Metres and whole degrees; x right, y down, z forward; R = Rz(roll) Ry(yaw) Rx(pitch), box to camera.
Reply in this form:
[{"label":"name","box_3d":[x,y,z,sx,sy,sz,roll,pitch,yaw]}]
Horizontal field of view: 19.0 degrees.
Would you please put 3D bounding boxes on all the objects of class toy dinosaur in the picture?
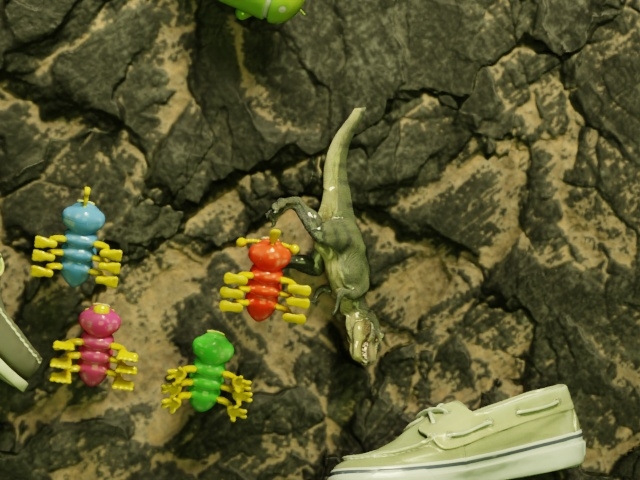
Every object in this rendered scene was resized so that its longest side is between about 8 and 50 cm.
[{"label":"toy dinosaur","box_3d":[0.000,0.000,2.000,0.118,0.064,0.268,-7,95,-19]}]

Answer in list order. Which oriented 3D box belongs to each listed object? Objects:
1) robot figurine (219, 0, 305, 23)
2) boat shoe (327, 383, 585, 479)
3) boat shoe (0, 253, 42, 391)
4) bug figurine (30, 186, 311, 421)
[{"label":"robot figurine","box_3d":[-0.064,-0.261,1.927,0.115,0.101,0.067,24,69,4]},{"label":"boat shoe","box_3d":[0.142,0.220,2.058,0.302,0.109,0.094,-8,84,-24]},{"label":"boat shoe","box_3d":[-0.363,0.019,1.865,0.091,0.109,0.305,-45,113,-17]},{"label":"bug figurine","box_3d":[-0.159,0.066,1.933,0.279,0.072,0.216,12,108,-8]}]
